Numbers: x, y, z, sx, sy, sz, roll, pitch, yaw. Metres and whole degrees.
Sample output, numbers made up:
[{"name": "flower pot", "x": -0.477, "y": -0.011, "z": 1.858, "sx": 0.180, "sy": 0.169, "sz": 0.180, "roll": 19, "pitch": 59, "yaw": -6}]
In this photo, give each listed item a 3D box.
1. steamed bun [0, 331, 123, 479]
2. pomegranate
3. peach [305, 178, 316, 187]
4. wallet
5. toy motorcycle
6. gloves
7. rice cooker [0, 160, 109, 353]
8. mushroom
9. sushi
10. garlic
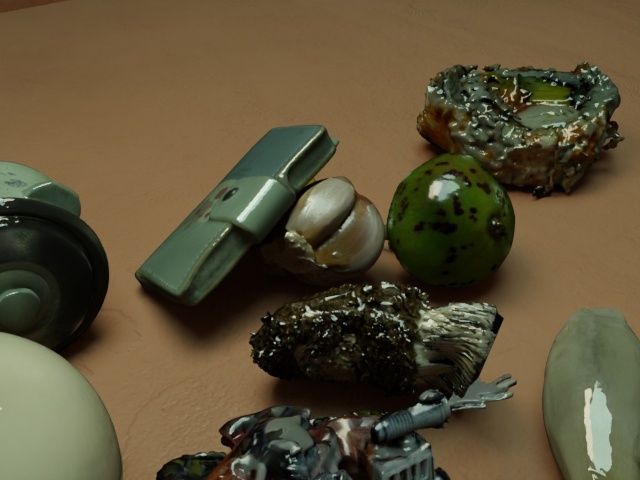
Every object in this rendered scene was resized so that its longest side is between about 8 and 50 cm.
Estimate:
[{"name": "steamed bun", "x": -0.377, "y": 0.244, "z": 0.625, "sx": 0.373, "sy": 0.334, "sz": 0.334, "roll": -16, "pitch": 36, "yaw": -27}, {"name": "pomegranate", "x": 0.189, "y": -0.030, "z": 1.080, "sx": 0.211, "sy": 0.211, "sz": 0.263, "roll": -29, "pitch": 17, "yaw": -32}, {"name": "peach", "x": -0.092, "y": -0.096, "z": 1.270, "sx": 0.179, "sy": 0.103, "sz": 0.179, "roll": 2, "pitch": 40, "yaw": -2}, {"name": "wallet", "x": -0.134, "y": -0.050, "z": 1.068, "sx": 0.360, "sy": 0.083, "sz": 0.252, "roll": -50, "pitch": 23, "yaw": -16}, {"name": "toy motorcycle", "x": 0.033, "y": 0.236, "z": 0.722, "sx": 0.400, "sy": 0.134, "sz": 0.207, "roll": -9, "pitch": 8, "yaw": -18}, {"name": "gloves", "x": 0.063, "y": 0.127, "z": 0.867, "sx": 0.312, "sy": 0.210, "sz": 0.135, "roll": 8, "pitch": 74, "yaw": 3}, {"name": "rice cooker", "x": -0.463, "y": 0.034, "z": 0.982, "sx": 0.316, "sy": 0.264, "sz": 0.317, "roll": -24, "pitch": 49, "yaw": 31}, {"name": "mushroom", "x": 0.327, "y": 0.207, "z": 0.786, "sx": 0.128, "sy": 0.128, "sz": 0.350, "roll": 5, "pitch": 39, "yaw": 12}, {"name": "sushi", "x": 0.417, "y": -0.258, "z": 1.397, "sx": 0.417, "sy": 0.176, "sz": 0.418, "roll": -2, "pitch": 35, "yaw": 1}, {"name": "garlic", "x": 0.000, "y": 0.000, "z": 1.083, "sx": 0.160, "sy": 0.214, "sz": 0.191, "roll": 46, "pitch": 57, "yaw": -5}]
